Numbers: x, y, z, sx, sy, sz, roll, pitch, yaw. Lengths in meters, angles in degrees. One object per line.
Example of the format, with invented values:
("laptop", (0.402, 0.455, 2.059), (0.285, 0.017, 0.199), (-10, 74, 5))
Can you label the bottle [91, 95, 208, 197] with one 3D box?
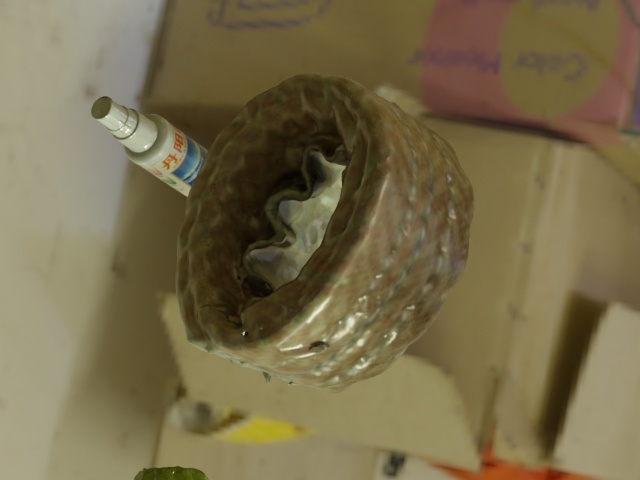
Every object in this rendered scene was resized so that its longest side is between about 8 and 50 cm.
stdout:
("bottle", (-0.172, -0.098, 1.919), (0.060, 0.060, 0.217), (6, 164, 34))

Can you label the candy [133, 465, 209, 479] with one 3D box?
("candy", (-0.167, 0.348, 1.963), (0.097, 0.209, 0.096), (1, 153, 0))

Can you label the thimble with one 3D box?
("thimble", (0.005, -0.004, 1.383), (0.196, 0.229, 0.148), (2, 164, 42))
